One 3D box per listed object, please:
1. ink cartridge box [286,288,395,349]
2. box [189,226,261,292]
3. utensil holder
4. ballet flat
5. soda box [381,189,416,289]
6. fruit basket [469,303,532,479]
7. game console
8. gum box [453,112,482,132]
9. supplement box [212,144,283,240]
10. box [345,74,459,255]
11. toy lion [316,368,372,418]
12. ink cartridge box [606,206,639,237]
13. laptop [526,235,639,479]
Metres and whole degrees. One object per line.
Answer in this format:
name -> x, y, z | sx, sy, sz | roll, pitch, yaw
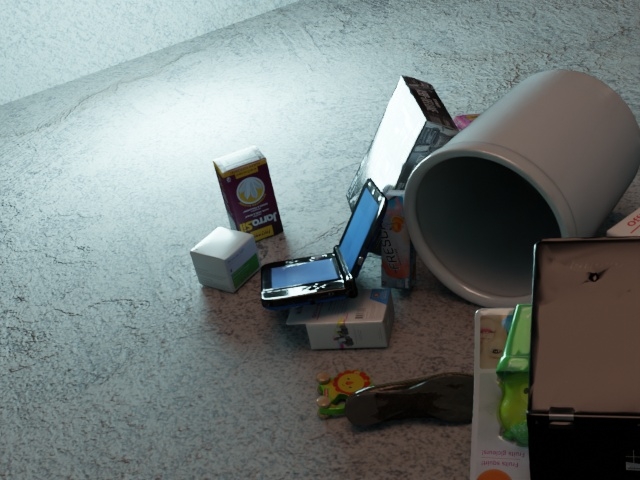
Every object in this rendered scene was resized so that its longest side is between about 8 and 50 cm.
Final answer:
ink cartridge box -> 0.038, 0.145, 1.830 | 0.181, 0.062, 0.104 | -3, 31, 16
box -> -0.195, 0.039, 2.060 | 0.102, 0.087, 0.101 | 12, 39, 35
utensil holder -> 0.387, -0.107, 1.863 | 0.327, 0.328, 0.385 | 11, 36, 34
ballet flat -> 0.161, 0.255, 1.607 | 0.249, 0.084, 0.058 | -10, 7, 12
soda box -> 0.150, -0.002, 1.899 | 0.058, 0.183, 0.063 | 3, 13, 17
fruit basket -> 0.365, 0.258, 1.369 | 0.326, 0.165, 0.353 | -1, 64, 19
game console -> 0.000, 0.000, 1.892 | 0.250, 0.173, 0.293 | -9, 12, -2
gum box -> 0.366, -0.224, 2.198 | 0.188, 0.062, 0.107 | -13, 52, -47
supplement box -> -0.156, -0.096, 2.165 | 0.104, 0.188, 0.081 | -20, 33, -12
box -> 0.160, -0.154, 2.041 | 0.076, 0.308, 0.242 | 16, 26, -18
toy lion -> 0.041, 0.256, 1.687 | 0.096, 0.034, 0.100 | -3, 32, 2
ink cartridge box -> 0.651, 0.016, 1.754 | 0.207, 0.119, 0.353 | -31, 36, -27
laptop -> 0.469, 0.223, 1.275 | 0.381, 0.408, 0.236 | -1, 19, 18
